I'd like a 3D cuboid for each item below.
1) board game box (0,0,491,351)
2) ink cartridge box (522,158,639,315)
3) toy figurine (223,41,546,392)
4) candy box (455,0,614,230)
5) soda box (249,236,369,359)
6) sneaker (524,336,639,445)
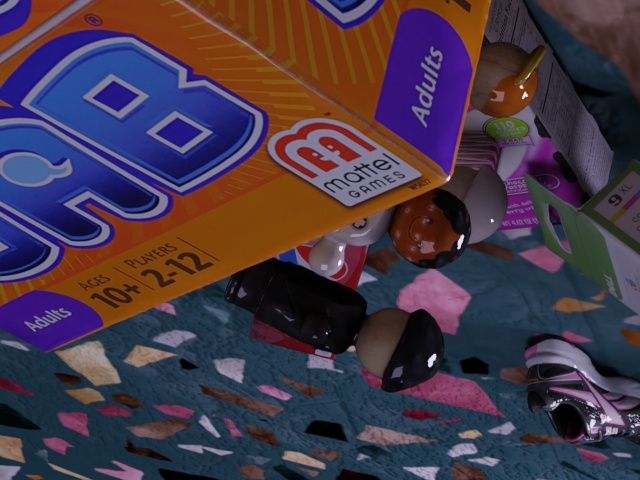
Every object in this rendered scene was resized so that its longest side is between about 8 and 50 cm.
[{"bbox_3d":[-0.143,-0.208,0.890,0.356,0.356,0.356,32,146,-28],"label":"board game box"},{"bbox_3d":[0.246,0.014,1.218,0.209,0.062,0.109,39,168,34],"label":"ink cartridge box"},{"bbox_3d":[0.049,-0.032,1.108,0.148,0.213,0.209,25,144,7],"label":"toy figurine"},{"bbox_3d":[0.099,-0.096,1.258,0.159,0.071,0.233,-6,143,31],"label":"candy box"},{"bbox_3d":[0.000,0.000,1.444,0.083,0.092,0.263,16,151,0],"label":"soda box"},{"bbox_3d":[0.256,0.165,1.625,0.178,0.077,0.072,28,149,-23],"label":"sneaker"}]
